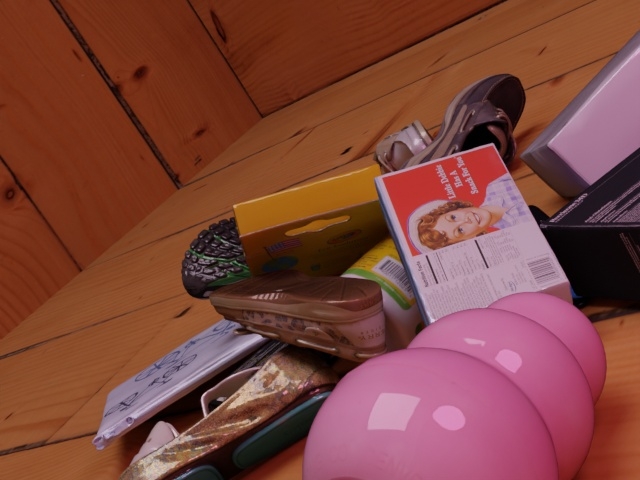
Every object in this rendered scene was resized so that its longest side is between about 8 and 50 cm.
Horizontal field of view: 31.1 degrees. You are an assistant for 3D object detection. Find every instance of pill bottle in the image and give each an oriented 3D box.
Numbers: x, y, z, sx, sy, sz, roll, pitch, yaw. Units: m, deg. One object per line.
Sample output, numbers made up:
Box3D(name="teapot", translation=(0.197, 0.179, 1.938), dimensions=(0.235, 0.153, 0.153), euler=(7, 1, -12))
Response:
Box3D(name="pill bottle", translation=(0.139, 0.035, 1.450), dimensions=(0.245, 0.136, 0.136), euler=(-40, 16, -27))

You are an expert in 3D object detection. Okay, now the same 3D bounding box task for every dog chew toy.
Box3D(name="dog chew toy", translation=(0.134, 0.153, 0.967), dimensions=(0.206, 0.207, 0.332), euler=(-19, 11, 44))

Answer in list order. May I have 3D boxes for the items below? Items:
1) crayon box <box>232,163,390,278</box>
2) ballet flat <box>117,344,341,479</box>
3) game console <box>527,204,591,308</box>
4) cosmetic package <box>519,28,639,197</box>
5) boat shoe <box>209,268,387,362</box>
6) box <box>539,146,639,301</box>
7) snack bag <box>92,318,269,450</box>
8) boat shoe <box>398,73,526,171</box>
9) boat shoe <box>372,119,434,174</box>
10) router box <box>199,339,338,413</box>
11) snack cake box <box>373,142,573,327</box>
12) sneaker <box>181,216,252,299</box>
Box3D(name="crayon box", translation=(0.000, 0.000, 1.545), dimensions=(0.202, 0.081, 0.318), euler=(-15, -22, -2))
Box3D(name="ballet flat", translation=(-0.135, 0.242, 1.371), dimensions=(0.348, 0.123, 0.123), euler=(-33, 14, -11))
Box3D(name="game console", translation=(0.273, 0.015, 1.343), dimensions=(0.144, 0.124, 0.085), euler=(-43, -9, -36))
Box3D(name="cosmetic package", translation=(0.429, -0.220, 1.464), dimensions=(0.377, 0.097, 0.284), euler=(-47, -4, 4))
Box3D(name="boat shoe", translation=(-0.034, 0.093, 1.386), dimensions=(0.104, 0.089, 0.285), euler=(-23, 17, -35))
Box3D(name="box", translation=(0.396, -0.046, 1.225), dimensions=(0.261, 0.103, 0.184), euler=(-36, 17, -20))
Box3D(name="snack bag", translation=(-0.200, 0.198, 1.796), dimensions=(0.323, 0.037, 0.342), euler=(-32, 7, -3))
Box3D(name="boat shoe", translation=(0.262, -0.150, 1.882), dimensions=(0.130, 0.132, 0.355), euler=(-3, 40, 46))
Box3D(name="boat shoe", translation=(0.163, -0.151, 2.111), dimensions=(0.103, 0.113, 0.302), euler=(-34, 3, 1))
Box3D(name="router box", translation=(-0.067, 0.186, 1.578), dimensions=(0.179, 0.046, 0.133), euler=(-38, 13, -22))
Box3D(name="snack cake box", translation=(0.167, 0.014, 1.287), dimensions=(0.152, 0.089, 0.264), euler=(-17, 40, 1))
Box3D(name="sneaker", translation=(-0.080, 0.042, 1.816), dimensions=(0.134, 0.146, 0.343), euler=(27, 28, 35))
